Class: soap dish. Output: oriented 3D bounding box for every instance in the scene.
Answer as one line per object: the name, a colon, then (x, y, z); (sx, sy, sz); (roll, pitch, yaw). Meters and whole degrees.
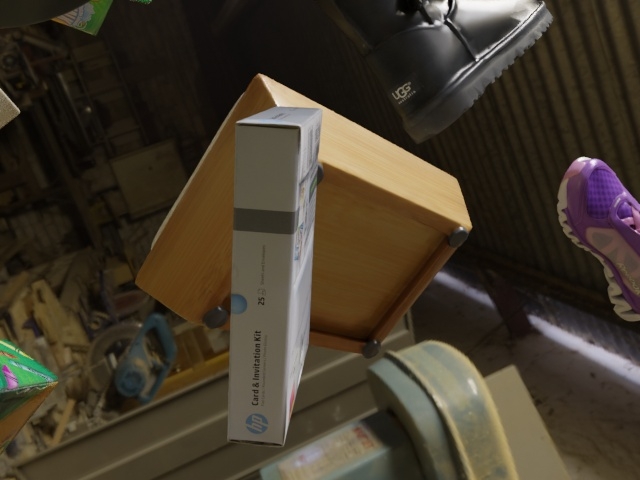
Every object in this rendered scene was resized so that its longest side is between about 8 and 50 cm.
soap dish: (0.000, 0.000, 0.625); (0.290, 0.229, 0.118); (18, 25, -42)

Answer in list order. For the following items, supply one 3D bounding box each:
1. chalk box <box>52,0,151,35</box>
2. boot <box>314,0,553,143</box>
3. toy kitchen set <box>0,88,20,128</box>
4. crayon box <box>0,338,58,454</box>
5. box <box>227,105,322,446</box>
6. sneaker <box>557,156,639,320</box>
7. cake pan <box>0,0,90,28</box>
chalk box: (-0.315, -0.361, 0.788); (0.132, 0.213, 0.133); (-20, -121, 55)
boot: (0.103, -0.403, 0.849); (0.445, 0.367, 0.146); (50, -41, -8)
toy kitchen set: (-0.591, -0.253, 0.931); (0.166, 0.122, 0.207); (33, -20, 37)
crayon box: (-0.382, 0.221, 0.565); (0.081, 0.278, 0.165); (36, -11, 1)
box: (-0.026, 0.011, 0.408); (0.145, 0.038, 0.186); (-73, 166, -73)
sneaker: (0.362, 0.001, 0.711); (0.236, 0.095, 0.104); (50, -18, -19)
cake pan: (-0.231, -0.246, 0.385); (0.293, 0.293, 0.054); (92, -20, -63)
